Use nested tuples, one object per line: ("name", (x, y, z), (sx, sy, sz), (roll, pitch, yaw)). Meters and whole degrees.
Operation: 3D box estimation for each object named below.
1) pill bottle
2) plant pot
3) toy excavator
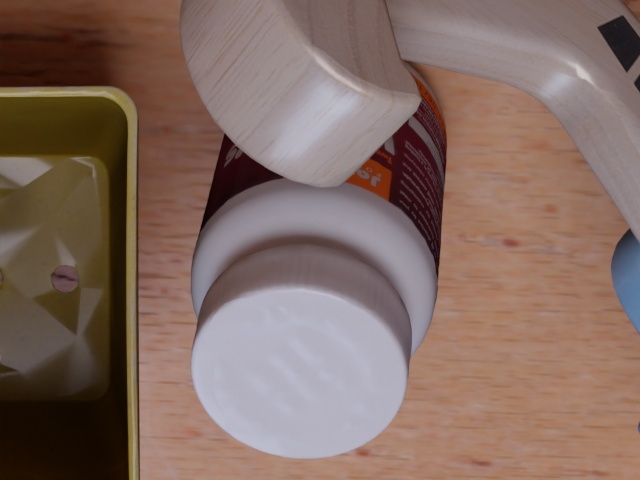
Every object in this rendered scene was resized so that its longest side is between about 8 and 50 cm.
("pill bottle", (0.000, 0.000, 0.978), (0.121, 0.221, 0.121), (3, 124, 4))
("plant pot", (-0.189, 0.027, 1.001), (0.212, 0.187, 0.212), (0, 95, 1))
("toy excavator", (0.198, -0.021, 0.938), (0.445, 0.433, 0.222), (55, 140, 8))
